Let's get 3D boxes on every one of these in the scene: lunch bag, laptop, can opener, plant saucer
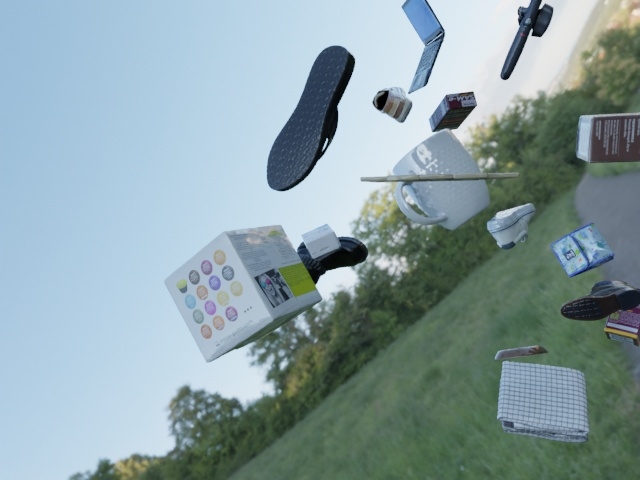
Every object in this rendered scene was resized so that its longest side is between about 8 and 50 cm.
[{"bbox_3d":[0.854,0.034,1.717,0.151,0.128,0.096,-30,-26,19],"label":"lunch bag"},{"bbox_3d":[0.300,-0.632,1.693,0.234,0.137,0.264,-104,34,-80],"label":"laptop"},{"bbox_3d":[0.436,-0.437,1.132,0.186,0.073,0.059,-63,-19,0],"label":"can opener"},{"bbox_3d":[0.650,0.363,1.707,0.168,0.169,0.029,68,-167,-75],"label":"plant saucer"}]

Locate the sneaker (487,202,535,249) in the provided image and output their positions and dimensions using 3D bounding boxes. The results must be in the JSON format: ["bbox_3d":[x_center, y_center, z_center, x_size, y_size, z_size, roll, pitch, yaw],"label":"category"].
[{"bbox_3d":[0.516,-0.036,1.405,0.094,0.091,0.258,-18,3,41],"label":"sneaker"}]

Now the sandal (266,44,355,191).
[{"bbox_3d":[-0.009,-0.331,1.502,0.107,0.168,0.445,22,-84,-51],"label":"sandal"}]

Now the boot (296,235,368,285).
[{"bbox_3d":[0.003,0.117,2.112,0.131,0.348,0.260,63,-141,-28],"label":"boot"}]

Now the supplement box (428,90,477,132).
[{"bbox_3d":[0.575,-0.560,2.299,0.239,0.131,0.073,119,141,-76],"label":"supplement box"}]

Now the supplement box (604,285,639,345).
[{"bbox_3d":[1.081,0.260,1.840,0.081,0.104,0.188,46,-115,-44],"label":"supplement box"}]

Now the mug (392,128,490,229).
[{"bbox_3d":[0.444,-0.195,1.992,0.374,0.328,0.276,-30,-10,-29],"label":"mug"}]

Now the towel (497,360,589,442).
[{"bbox_3d":[0.767,0.562,1.822,0.121,0.284,0.234,69,-150,-45],"label":"towel"}]

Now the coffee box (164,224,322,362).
[{"bbox_3d":[-0.265,0.172,1.845,0.338,0.334,0.338,-35,-11,27],"label":"coffee box"}]

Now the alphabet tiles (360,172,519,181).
[{"bbox_3d":[0.240,-0.126,1.068,0.342,0.286,0.011,-21,-69,-75],"label":"alphabet tiles"}]

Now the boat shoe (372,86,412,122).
[{"bbox_3d":[0.272,-0.565,2.109,0.324,0.117,0.123,-109,39,-66],"label":"boat shoe"}]

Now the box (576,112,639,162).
[{"bbox_3d":[0.966,-0.302,1.513,0.191,0.382,0.143,-42,-48,-70],"label":"box"}]

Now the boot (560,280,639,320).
[{"bbox_3d":[0.833,0.180,1.577,0.219,0.082,0.106,-15,11,20],"label":"boot"}]

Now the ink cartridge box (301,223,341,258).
[{"bbox_3d":[0.000,0.000,1.504,0.089,0.052,0.122,-24,16,-3],"label":"ink cartridge box"}]
